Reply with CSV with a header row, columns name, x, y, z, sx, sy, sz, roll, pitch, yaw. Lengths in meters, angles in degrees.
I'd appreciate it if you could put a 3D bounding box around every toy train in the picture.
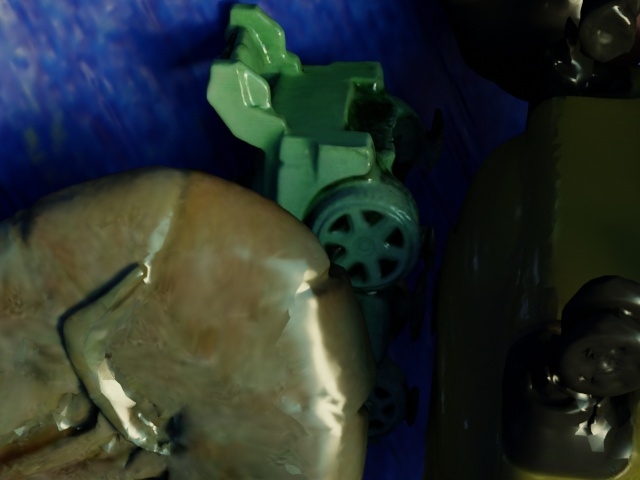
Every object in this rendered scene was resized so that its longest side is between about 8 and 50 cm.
name,x,y,z,sx,sy,sz,roll,pitch,yaw
toy train,0.000,0.000,0.691,0.081,0.099,0.149,6,118,1

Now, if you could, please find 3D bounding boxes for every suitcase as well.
name,x,y,z,sx,sy,sz,roll,pitch,yaw
suitcase,0.106,0.054,0.668,0.143,0.194,0.235,5,133,2

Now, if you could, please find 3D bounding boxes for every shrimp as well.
name,x,y,z,sx,sy,sz,roll,pitch,yaw
shrimp,-0.071,0.116,0.659,0.178,0.075,0.289,-1,119,-5

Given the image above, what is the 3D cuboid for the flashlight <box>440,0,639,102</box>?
name,x,y,z,sx,sy,sz,roll,pitch,yaw
flashlight,0.030,-0.136,0.665,0.232,0.093,0.093,37,82,-38
